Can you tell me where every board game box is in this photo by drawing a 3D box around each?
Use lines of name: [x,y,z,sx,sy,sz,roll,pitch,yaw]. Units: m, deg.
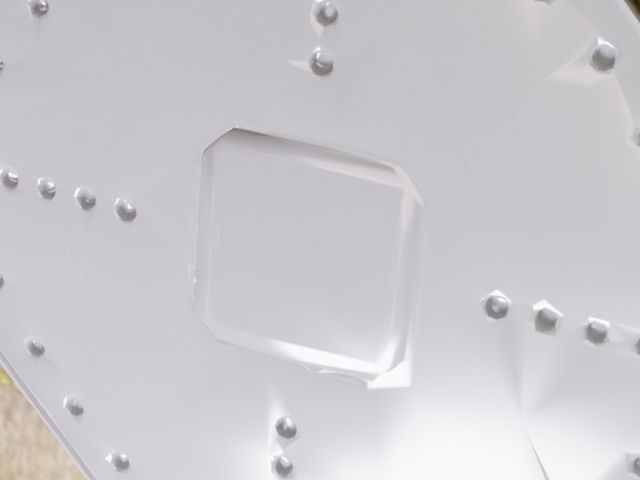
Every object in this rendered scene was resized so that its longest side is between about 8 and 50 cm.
board game box: [0.000,0.000,0.689,0.390,0.050,0.390,-34,95,31]
